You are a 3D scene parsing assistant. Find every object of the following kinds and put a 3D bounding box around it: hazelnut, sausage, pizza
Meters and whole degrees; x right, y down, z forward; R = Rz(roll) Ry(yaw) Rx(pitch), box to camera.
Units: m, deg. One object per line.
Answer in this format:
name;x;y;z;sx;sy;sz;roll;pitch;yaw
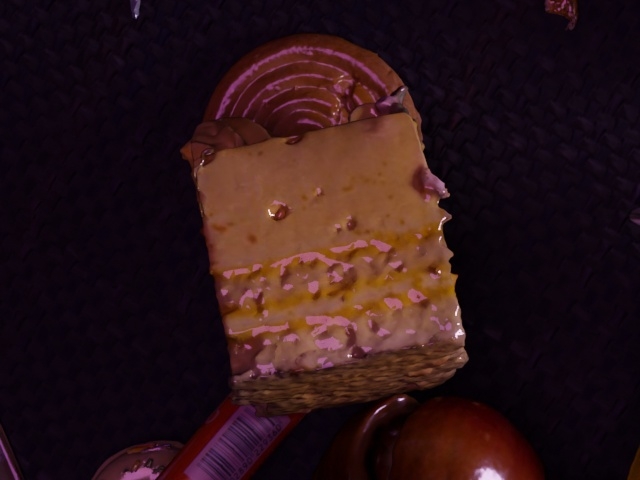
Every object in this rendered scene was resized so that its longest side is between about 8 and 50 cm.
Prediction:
hazelnut;0.091;0.255;1.713;0.251;0.217;0.217;-18;88;45
sausage;-0.106;0.223;1.773;0.074;0.074;0.274;38;73;8
pizza;0.225;-0.241;1.772;0.037;0.016;0.083;-25;89;17

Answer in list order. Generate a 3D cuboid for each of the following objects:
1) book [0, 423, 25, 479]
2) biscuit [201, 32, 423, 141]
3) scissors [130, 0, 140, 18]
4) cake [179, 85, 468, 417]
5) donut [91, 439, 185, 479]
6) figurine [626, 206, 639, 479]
book;-0.379;0.247;1.911;0.138;0.016;0.198;-25;87;11
biscuit;-0.014;-0.133;1.815;0.224;0.033;0.144;-3;92;11
scissors;-0.193;-0.353;1.846;0.144;0.017;0.247;15;97;3
cake;0.000;0.000;1.693;0.227;0.222;0.286;-10;75;-2
donut;-0.163;0.285;1.843;0.175;0.068;0.174;0;91;12
figurine;0.408;0.119;1.656;0.324;0.231;0.340;-13;97;-14
